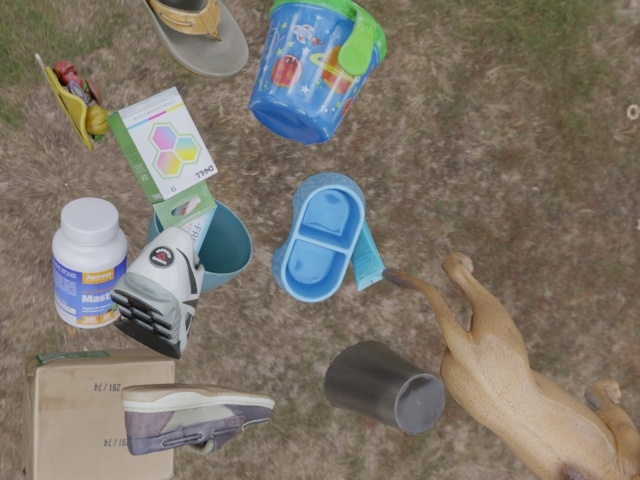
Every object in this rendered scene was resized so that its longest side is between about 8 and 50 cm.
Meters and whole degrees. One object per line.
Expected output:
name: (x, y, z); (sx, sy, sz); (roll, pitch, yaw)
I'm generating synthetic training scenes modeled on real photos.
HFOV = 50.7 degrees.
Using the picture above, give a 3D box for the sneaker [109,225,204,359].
sneaker: (-0.232, 0.083, 1.032); (0.122, 0.330, 0.146); (28, 64, -5)

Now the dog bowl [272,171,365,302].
dog bowl: (0.000, 0.000, 1.472); (0.166, 0.074, 0.297); (18, 101, -11)

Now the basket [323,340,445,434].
basket: (0.149, 0.320, 1.461); (0.204, 0.227, 0.154); (-17, 103, -28)

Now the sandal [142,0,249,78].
sandal: (-0.120, -0.217, 0.589); (0.072, 0.049, 0.180); (-39, 126, -14)

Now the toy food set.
toy food set: (-0.405, -0.245, 1.148); (0.071, 0.218, 0.128); (-29, 140, -15)

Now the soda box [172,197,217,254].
soda box: (-0.275, -0.004, 1.359); (0.063, 0.058, 0.183); (22, 90, -32)

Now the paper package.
paper package: (-0.517, 0.417, 1.590); (0.325, 0.168, 0.309); (2, 89, -32)

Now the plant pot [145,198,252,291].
plant pot: (-0.361, 0.034, 1.860); (0.290, 0.290, 0.195); (27, 127, -20)

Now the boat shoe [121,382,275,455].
boat shoe: (-0.164, 0.247, 0.932); (0.285, 0.103, 0.092); (25, 69, -60)

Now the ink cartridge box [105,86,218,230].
ink cartridge box: (-0.240, -0.127, 1.085); (0.109, 0.062, 0.209); (-34, 107, -33)

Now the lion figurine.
lion figurine: (0.214, 0.167, 0.638); (0.392, 0.240, 0.142); (33, 106, 0)

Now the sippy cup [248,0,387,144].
sippy cup: (-0.021, -0.312, 1.277); (0.240, 0.305, 0.224); (20, 77, 8)

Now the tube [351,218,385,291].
tube: (0.090, 0.008, 1.521); (0.052, 0.080, 0.207); (21, 44, -45)

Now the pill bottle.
pill bottle: (-0.494, 0.047, 1.452); (0.152, 0.152, 0.272); (-2, 133, -20)
